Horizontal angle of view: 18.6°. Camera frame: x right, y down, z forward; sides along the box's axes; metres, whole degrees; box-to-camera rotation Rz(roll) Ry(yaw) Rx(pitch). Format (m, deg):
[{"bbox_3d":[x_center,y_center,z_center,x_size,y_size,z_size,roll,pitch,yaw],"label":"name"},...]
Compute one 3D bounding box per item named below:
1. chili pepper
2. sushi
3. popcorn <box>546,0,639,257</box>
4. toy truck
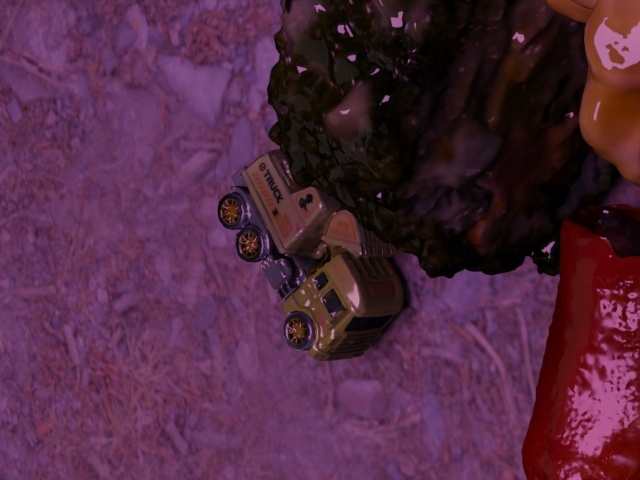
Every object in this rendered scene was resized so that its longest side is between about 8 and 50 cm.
[{"bbox_3d":[0.219,0.147,1.457,0.135,0.131,0.338,8,101,0],"label":"chili pepper"},{"bbox_3d":[0.114,-0.148,1.411,0.178,0.294,0.352,43,124,36],"label":"sushi"},{"bbox_3d":[0.291,-0.110,1.186,0.349,0.349,0.381,34,124,36],"label":"popcorn"},{"bbox_3d":[0.000,0.000,1.683,0.116,0.085,0.191,-45,63,32],"label":"toy truck"}]
